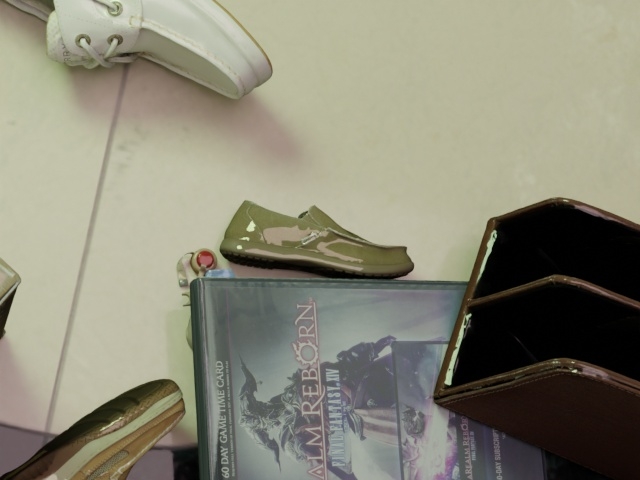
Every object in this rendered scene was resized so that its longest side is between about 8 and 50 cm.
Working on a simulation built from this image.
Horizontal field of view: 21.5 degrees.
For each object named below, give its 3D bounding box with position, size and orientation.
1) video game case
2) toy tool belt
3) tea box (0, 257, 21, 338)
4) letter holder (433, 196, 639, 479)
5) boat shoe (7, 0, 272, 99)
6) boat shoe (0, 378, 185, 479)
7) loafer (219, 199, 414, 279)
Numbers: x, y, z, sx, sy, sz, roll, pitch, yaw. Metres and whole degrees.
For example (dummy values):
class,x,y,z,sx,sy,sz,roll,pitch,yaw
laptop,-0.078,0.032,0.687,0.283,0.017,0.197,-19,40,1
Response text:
class,x,y,z,sx,sy,sz,roll,pitch,yaw
video game case,0.040,0.125,1.226,0.274,0.026,0.196,2,77,-27
toy tool belt,-0.077,0.042,1.232,0.052,0.051,0.083,-6,79,-15
tea box,-0.419,0.047,1.063,0.329,0.220,0.323,43,73,-1
letter holder,0.272,0.092,1.197,0.302,0.214,0.152,24,72,-16
boat shoe,-0.169,-0.167,1.240,0.277,0.098,0.096,30,73,5
boat shoe,-0.168,0.172,1.181,0.190,0.068,0.072,-34,99,-8
loafer,0.000,0.000,1.258,0.148,0.056,0.050,8,82,-11
